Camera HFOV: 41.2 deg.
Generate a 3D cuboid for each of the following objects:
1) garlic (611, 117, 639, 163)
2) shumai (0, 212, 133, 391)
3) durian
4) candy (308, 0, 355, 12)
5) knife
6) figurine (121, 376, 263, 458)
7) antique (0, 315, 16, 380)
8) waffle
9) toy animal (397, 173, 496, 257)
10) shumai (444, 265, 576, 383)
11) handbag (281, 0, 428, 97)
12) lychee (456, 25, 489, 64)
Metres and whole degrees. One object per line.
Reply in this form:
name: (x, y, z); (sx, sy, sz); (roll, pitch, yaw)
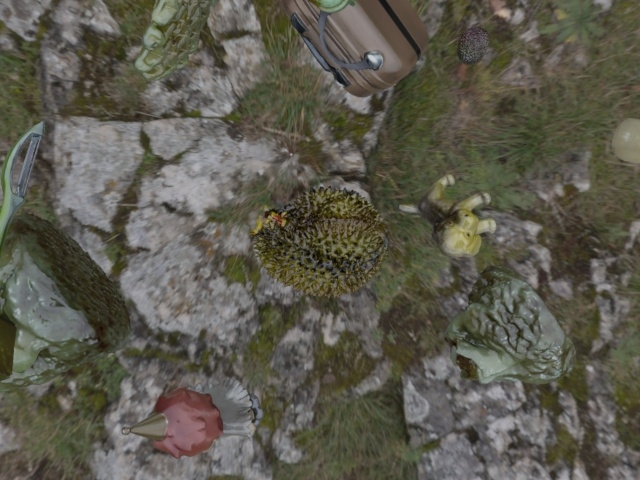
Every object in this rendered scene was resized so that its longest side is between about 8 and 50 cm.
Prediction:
garlic: (0.309, -0.095, 0.819); (0.053, 0.083, 0.041); (17, 103, 30)
shumai: (-0.635, 0.179, 1.871); (0.395, 0.395, 0.348); (44, 92, -5)
durian: (0.004, 0.011, 1.884); (0.293, 0.258, 0.258); (-6, 97, -28)
candy: (0.024, -0.315, 1.093); (0.061, 0.202, 0.061); (2, 100, 11)
knife: (-0.259, -0.016, 0.691); (0.026, 0.022, 0.184); (12, 76, -1)
figurine: (-0.270, 0.398, 1.843); (0.207, 0.387, 0.166); (29, 106, 25)
antique: (-0.490, 0.111, 1.058); (0.080, 0.221, 0.081); (-22, 54, 20)
waffle: (-0.265, -0.455, 1.661); (0.056, 0.292, 0.309); (24, 108, 3)
toy animal: (0.301, -0.053, 1.919); (0.169, 0.233, 0.121); (-22, 125, -16)
shumai: (0.345, 0.188, 1.617); (0.218, 0.189, 0.256); (-32, 100, 11)
handbag: (0.056, -0.414, 1.625); (0.149, 0.283, 0.302); (-20, 118, 40)
lychee: (0.304, -0.392, 1.701); (0.068, 0.067, 0.083); (9, 85, 37)
